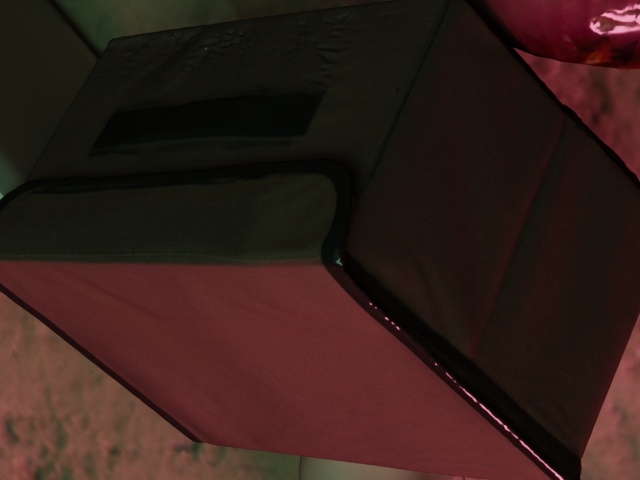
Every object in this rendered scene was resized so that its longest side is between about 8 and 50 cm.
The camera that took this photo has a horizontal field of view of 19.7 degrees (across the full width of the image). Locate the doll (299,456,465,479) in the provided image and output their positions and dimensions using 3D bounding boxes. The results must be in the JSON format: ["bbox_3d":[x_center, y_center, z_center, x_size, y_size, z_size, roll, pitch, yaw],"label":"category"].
[{"bbox_3d":[0.024,0.169,0.992,0.119,0.138,0.293,14,108,14],"label":"doll"}]

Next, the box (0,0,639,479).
[{"bbox_3d":[0.000,0.000,0.854,0.252,0.153,0.188,-4,142,47],"label":"box"}]

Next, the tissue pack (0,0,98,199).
[{"bbox_3d":[-0.243,-0.030,1.013,0.246,0.159,0.136,-38,90,29],"label":"tissue pack"}]

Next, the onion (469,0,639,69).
[{"bbox_3d":[0.126,-0.153,0.814,0.177,0.177,0.153,-4,136,23],"label":"onion"}]
